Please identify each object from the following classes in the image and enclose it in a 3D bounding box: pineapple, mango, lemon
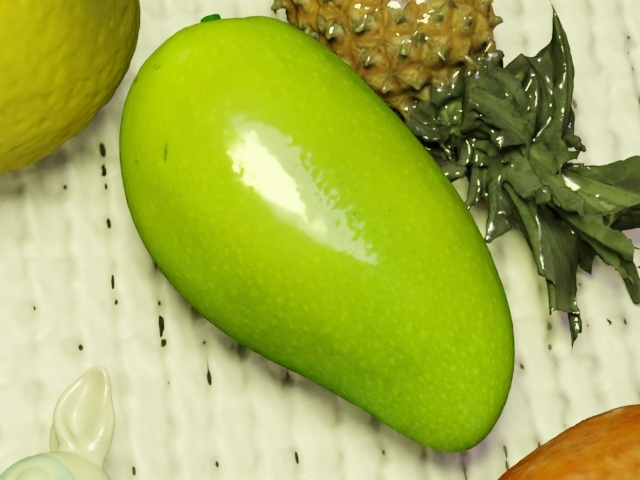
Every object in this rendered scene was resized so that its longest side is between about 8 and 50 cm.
[{"bbox_3d":[0.123,-0.098,1.134,0.165,0.165,0.364,-40,86,-23],"label":"pineapple"},{"bbox_3d":[0.000,0.000,1.050,0.192,0.156,0.343,-40,82,-14],"label":"mango"},{"bbox_3d":[-0.248,-0.165,1.023,0.267,0.267,0.267,4,66,-9],"label":"lemon"}]

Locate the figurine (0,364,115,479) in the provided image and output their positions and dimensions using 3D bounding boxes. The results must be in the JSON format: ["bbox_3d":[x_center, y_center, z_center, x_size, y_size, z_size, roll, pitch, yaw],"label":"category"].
[{"bbox_3d":[-0.183,0.198,0.952,0.155,0.127,0.235,-9,62,-3],"label":"figurine"}]

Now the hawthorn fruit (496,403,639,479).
[{"bbox_3d":[0.163,0.219,0.954,0.299,0.211,0.211,-15,70,-17],"label":"hawthorn fruit"}]
